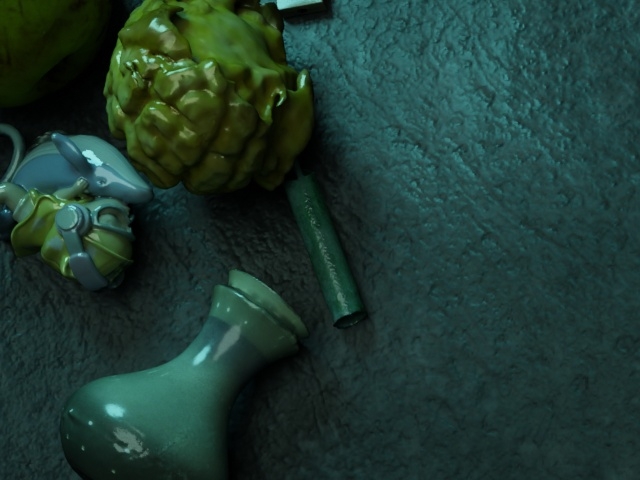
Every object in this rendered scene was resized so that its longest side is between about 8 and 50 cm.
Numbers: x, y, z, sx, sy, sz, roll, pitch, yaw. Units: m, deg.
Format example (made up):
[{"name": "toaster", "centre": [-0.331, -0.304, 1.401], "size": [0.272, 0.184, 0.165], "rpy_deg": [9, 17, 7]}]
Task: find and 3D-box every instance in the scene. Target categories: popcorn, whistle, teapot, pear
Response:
[{"name": "popcorn", "centre": [-0.112, -0.150, 1.613], "size": [0.190, 0.250, 0.250], "rpy_deg": [-25, 66, 29]}, {"name": "whistle", "centre": [0.000, 0.000, 1.633], "size": [0.039, 0.039, 0.186], "rpy_deg": [-24, 68, 7]}, {"name": "teapot", "centre": [-0.125, 0.155, 1.557], "size": [0.183, 0.183, 0.251], "rpy_deg": [34, 72, 23]}, {"name": "pear", "centre": [-0.348, -0.281, 1.709], "size": [0.283, 0.283, 0.283], "rpy_deg": [-5, 71, 14]}]

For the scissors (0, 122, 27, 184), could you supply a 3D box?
[{"name": "scissors", "centre": [-0.496, 0.008, 1.767], "size": [0.256, 0.029, 0.383], "rpy_deg": [26, 85, 31]}]

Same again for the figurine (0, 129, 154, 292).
[{"name": "figurine", "centre": [-0.270, -0.028, 1.676], "size": [0.208, 0.128, 0.184], "rpy_deg": [-17, 71, 19]}]

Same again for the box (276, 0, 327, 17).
[{"name": "box", "centre": [-0.023, -0.288, 1.739], "size": [0.053, 0.024, 0.083], "rpy_deg": [-8, 69, 13]}]
